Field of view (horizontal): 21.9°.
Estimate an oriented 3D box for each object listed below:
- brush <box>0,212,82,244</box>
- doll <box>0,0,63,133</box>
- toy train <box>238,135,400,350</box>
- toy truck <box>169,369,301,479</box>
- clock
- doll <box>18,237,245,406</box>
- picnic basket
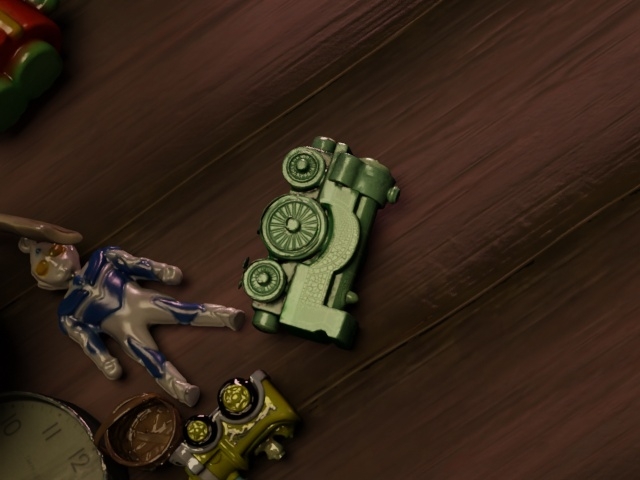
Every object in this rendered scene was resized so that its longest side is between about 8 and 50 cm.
[{"bbox_3d":[-0.353,-0.017,1.511,0.321,0.060,0.050,10,86,35],"label":"brush"},{"bbox_3d":[-0.399,-0.250,1.587,0.182,0.160,0.363,-48,62,0],"label":"doll"},{"bbox_3d":[0.000,0.000,1.404,0.105,0.071,0.178,15,77,16],"label":"toy train"},{"bbox_3d":[-0.069,0.165,1.370,0.077,0.076,0.111,45,90,7],"label":"toy truck"},{"bbox_3d":[-0.268,0.233,1.426,0.215,0.042,0.215,-7,68,17],"label":"clock"},{"bbox_3d":[-0.184,0.057,1.456,0.227,0.057,0.114,27,85,24],"label":"doll"},{"bbox_3d":[-0.153,0.158,1.389,0.072,0.083,0.072,-7,67,17],"label":"picnic basket"}]
